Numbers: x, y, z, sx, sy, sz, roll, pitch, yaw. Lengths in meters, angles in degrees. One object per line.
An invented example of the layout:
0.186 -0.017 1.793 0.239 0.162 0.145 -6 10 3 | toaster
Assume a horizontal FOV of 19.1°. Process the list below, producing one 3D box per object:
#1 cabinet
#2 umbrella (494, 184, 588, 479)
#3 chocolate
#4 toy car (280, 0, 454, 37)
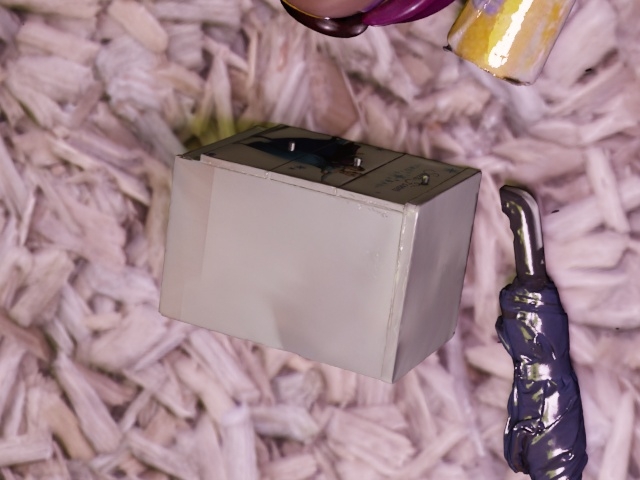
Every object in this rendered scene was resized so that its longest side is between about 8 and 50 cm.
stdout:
0.000 0.000 1.527 0.206 0.145 0.150 15 109 21 | cabinet
0.170 0.080 1.513 0.071 0.071 0.248 0 103 24 | umbrella
0.175 -0.227 1.436 0.085 0.085 0.219 31 109 15 | chocolate
-0.036 -0.303 1.412 0.340 0.240 0.271 36 116 22 | toy car
